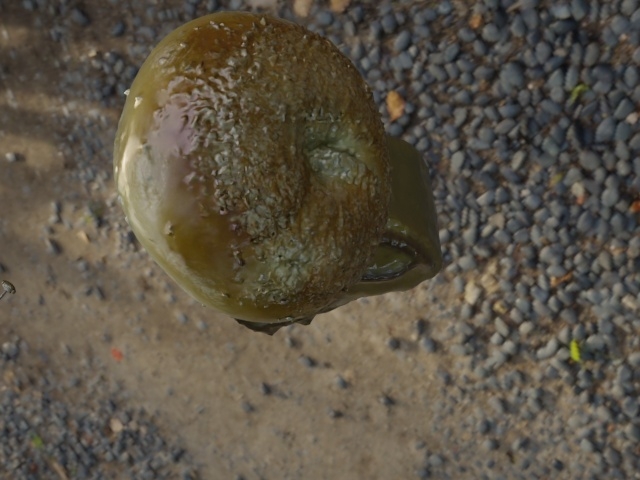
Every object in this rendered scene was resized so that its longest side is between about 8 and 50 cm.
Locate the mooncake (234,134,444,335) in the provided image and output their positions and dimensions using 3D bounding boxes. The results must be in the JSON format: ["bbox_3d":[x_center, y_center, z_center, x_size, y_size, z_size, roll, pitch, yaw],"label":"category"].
[{"bbox_3d":[0.000,0.000,1.674,0.394,0.393,0.246,-49,43,49],"label":"mooncake"}]

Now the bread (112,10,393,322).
[{"bbox_3d":[-0.042,-0.071,0.909,0.158,0.305,0.306,-5,109,43],"label":"bread"}]

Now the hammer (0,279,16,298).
[{"bbox_3d":[-0.518,0.112,1.511,0.029,0.014,0.123,44,100,14],"label":"hammer"}]
